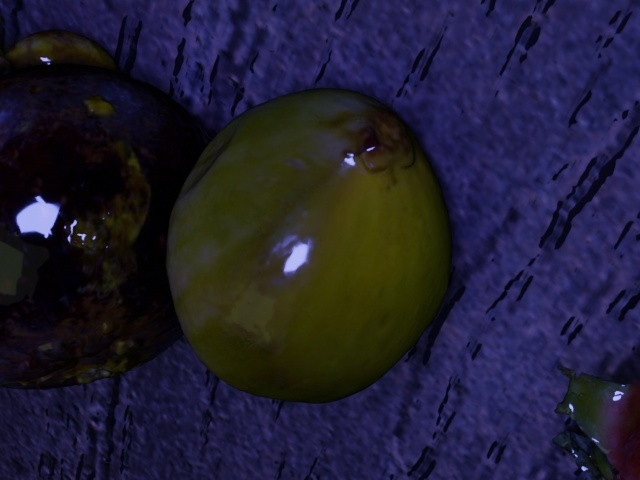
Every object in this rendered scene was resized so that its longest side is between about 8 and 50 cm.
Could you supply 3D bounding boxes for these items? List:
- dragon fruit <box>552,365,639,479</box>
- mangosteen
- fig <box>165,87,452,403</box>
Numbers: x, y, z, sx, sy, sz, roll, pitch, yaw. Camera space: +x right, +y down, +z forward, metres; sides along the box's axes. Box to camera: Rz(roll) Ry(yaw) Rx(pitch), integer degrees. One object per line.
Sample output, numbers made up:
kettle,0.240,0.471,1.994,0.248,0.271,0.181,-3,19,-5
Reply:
dragon fruit,0.177,0.099,0.864,0.236,0.135,0.137,23,146,54
mangosteen,-0.147,-0.031,1.031,0.192,0.192,0.217,-50,53,53
fig,-0.006,0.002,0.942,0.121,0.136,0.153,18,112,55
